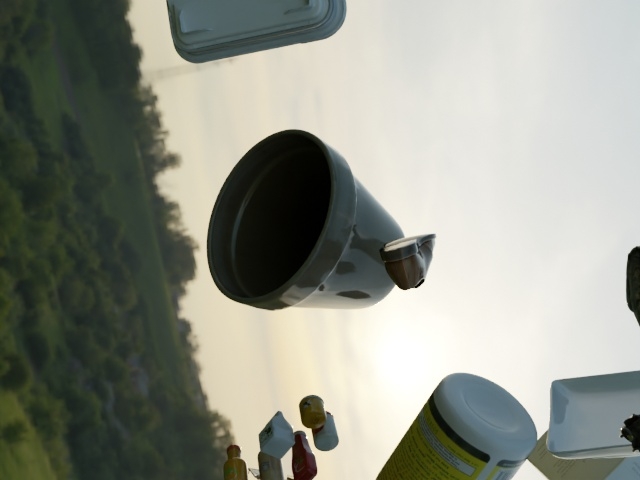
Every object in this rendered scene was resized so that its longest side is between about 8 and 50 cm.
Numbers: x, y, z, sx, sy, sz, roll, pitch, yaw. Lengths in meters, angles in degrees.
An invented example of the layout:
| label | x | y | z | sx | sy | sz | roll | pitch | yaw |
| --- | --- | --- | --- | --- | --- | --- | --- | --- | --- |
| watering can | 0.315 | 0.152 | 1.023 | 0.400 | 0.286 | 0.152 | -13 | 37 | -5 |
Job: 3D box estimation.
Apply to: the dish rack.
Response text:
| label | x | y | z | sx | sy | sz | roll | pitch | yaw |
| --- | --- | --- | --- | --- | --- | --- | --- | --- | --- |
| dish rack | -0.133 | -0.474 | 1.873 | 0.072 | 0.332 | 0.286 | -6 | 87 | -73 |

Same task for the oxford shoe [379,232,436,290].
| label | x | y | z | sx | sy | sz | roll | pitch | yaw |
| --- | --- | --- | --- | --- | --- | --- | --- | --- | --- |
| oxford shoe | 0.137 | 0.032 | 1.625 | 0.212 | 0.076 | 0.076 | -30 | 105 | -70 |

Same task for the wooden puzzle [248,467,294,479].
| label | x | y | z | sx | sy | sz | roll | pitch | yaw |
| --- | --- | --- | --- | --- | --- | --- | --- | --- | --- |
| wooden puzzle | -0.102 | 0.459 | 2.079 | 0.078 | 0.116 | 0.014 | 171 | -68 | -80 |

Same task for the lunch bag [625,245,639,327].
| label | x | y | z | sx | sy | sz | roll | pitch | yaw |
| --- | --- | --- | --- | --- | --- | --- | --- | --- | --- |
| lunch bag | 0.789 | 0.132 | 2.250 | 0.169 | 0.235 | 0.287 | 122 | -41 | -49 |

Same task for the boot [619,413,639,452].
| label | x | y | z | sx | sy | sz | roll | pitch | yaw |
| --- | --- | --- | --- | --- | --- | --- | --- | --- | --- |
| boot | 0.415 | 0.292 | 1.186 | 0.229 | 0.263 | 0.091 | 52 | 17 | 21 |

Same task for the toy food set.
| label | x | y | z | sx | sy | sz | roll | pitch | yaw |
| --- | --- | --- | --- | --- | --- | --- | --- | --- | --- |
| toy food set | -0.056 | 0.315 | 1.686 | 0.232 | 0.111 | 0.104 | -52 | -153 | 24 |

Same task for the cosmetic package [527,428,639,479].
| label | x | y | z | sx | sy | sz | roll | pitch | yaw |
| --- | --- | --- | --- | --- | --- | --- | --- | --- | --- |
| cosmetic package | 0.512 | 0.427 | 1.984 | 0.151 | 0.151 | 0.183 | 44 | -1 | -32 |

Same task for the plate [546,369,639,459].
| label | x | y | z | sx | sy | sz | roll | pitch | yaw |
| --- | --- | --- | --- | --- | --- | --- | --- | --- | --- |
| plate | 0.525 | 0.294 | 1.793 | 0.278 | 0.277 | 0.045 | -53 | 133 | -68 |

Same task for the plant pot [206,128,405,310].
| label | x | y | z | sx | sy | sz | roll | pitch | yaw |
| --- | --- | --- | --- | --- | --- | --- | --- | --- | --- |
| plant pot | 0.000 | 0.000 | 1.945 | 0.280 | 0.323 | 0.323 | 26 | 31 | -40 |

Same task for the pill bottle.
| label | x | y | z | sx | sy | sz | roll | pitch | yaw |
| --- | --- | --- | --- | --- | --- | --- | --- | --- | --- |
| pill bottle | 0.205 | 0.401 | 1.809 | 0.334 | 0.188 | 0.188 | -60 | -150 | 24 |
